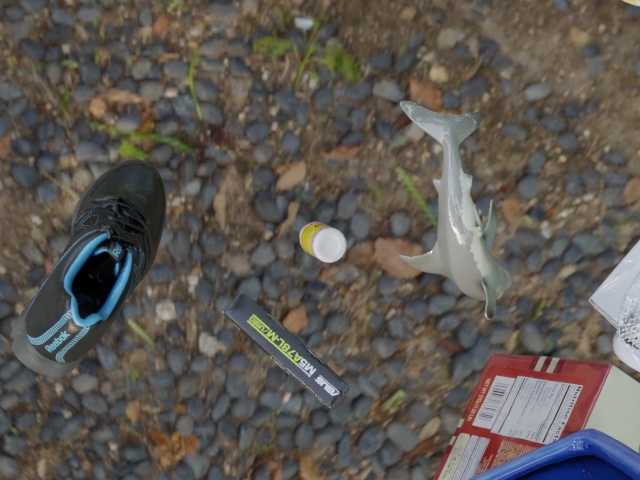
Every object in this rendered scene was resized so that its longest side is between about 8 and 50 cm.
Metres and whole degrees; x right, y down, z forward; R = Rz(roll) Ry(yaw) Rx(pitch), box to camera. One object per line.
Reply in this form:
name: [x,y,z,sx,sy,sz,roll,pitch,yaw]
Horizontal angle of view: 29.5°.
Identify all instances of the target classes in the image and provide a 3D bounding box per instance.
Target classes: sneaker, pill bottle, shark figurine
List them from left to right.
sneaker: [-0.260,0.017,1.527,0.125,0.139,0.341,34,48,-18]
pill bottle: [0.000,0.000,1.519,0.043,0.083,0.043,-3,100,-18]
shark figurine: [0.144,-0.014,1.418,0.116,0.278,0.166,-7,31,22]

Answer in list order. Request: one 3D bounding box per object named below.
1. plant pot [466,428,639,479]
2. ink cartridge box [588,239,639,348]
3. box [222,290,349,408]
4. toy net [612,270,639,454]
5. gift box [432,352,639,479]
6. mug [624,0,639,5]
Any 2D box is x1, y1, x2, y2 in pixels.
plant pot: [0.176,0.299,0.888,0.236,0.236,0.212,-23,100,-7]
ink cartridge box: [0.508,0.059,1.627,0.198,0.273,0.115,-53,57,14]
box: [-0.041,0.149,1.596,0.184,0.191,0.045,43,84,6]
toy net: [0.168,0.097,0.564,0.122,0.045,0.232,-12,48,18]
gift box: [0.295,0.274,1.365,0.258,0.276,0.255,33,79,-21]
mug: [0.313,-0.273,1.184,0.078,0.062,0.064,15,76,2]
